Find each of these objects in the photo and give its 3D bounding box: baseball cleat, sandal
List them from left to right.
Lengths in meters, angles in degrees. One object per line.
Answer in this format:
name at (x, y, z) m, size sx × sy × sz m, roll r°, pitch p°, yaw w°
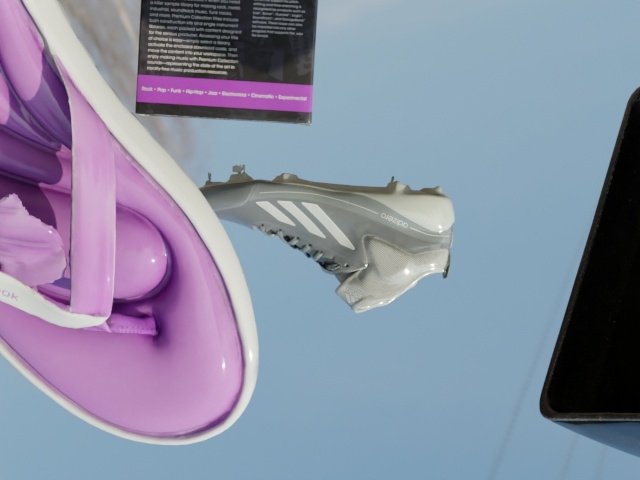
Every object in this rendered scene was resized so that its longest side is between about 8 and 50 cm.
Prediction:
sandal at (-0.183, -0.040, 0.916) m, size 0.169 × 0.416 × 0.102 m, roll -23°, pitch -162°, yaw 21°
baseball cleat at (0.000, 0.000, 1.277) m, size 0.205 × 0.109 × 0.072 m, roll 2°, pitch 174°, yaw 12°

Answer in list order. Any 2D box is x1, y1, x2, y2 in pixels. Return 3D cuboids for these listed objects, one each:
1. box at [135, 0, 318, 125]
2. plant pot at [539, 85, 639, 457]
box at (-0.058, -0.159, 1.065) m, size 0.116 × 0.162 × 0.029 m, roll 4°, pitch -171°, yaw -3°
plant pot at (0.245, 0.035, 0.780) m, size 0.188 × 0.167 × 0.187 m, roll -5°, pitch -122°, yaw 47°
